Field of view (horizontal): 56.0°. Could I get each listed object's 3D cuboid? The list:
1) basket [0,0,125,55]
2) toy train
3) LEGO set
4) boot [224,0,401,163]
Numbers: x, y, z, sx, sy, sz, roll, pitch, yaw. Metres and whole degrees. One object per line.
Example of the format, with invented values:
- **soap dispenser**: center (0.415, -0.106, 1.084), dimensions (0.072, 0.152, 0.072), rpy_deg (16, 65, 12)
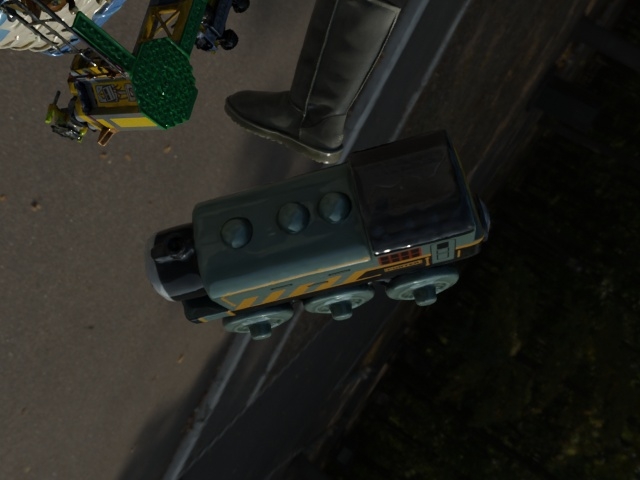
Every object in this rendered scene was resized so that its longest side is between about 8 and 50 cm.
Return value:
- **basket**: center (-0.274, -0.325, 0.623), dimensions (0.254, 0.201, 0.289), rpy_deg (-32, -170, 26)
- **toy train**: center (0.000, 0.000, 0.584), dimensions (0.334, 0.142, 0.190), rpy_deg (-13, 160, 7)
- **LEGO set**: center (-0.219, -0.216, 0.390), dimensions (0.331, 0.192, 0.255), rpy_deg (22, 74, -58)
- **boot**: center (-0.019, -0.220, 0.739), dimensions (0.076, 0.189, 0.208), rpy_deg (-53, 163, -52)
